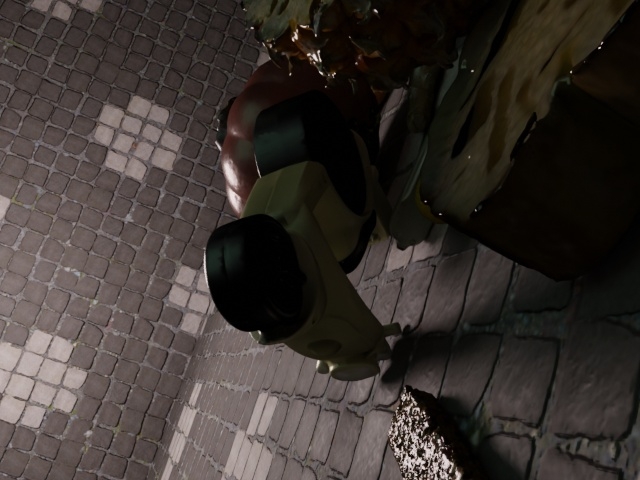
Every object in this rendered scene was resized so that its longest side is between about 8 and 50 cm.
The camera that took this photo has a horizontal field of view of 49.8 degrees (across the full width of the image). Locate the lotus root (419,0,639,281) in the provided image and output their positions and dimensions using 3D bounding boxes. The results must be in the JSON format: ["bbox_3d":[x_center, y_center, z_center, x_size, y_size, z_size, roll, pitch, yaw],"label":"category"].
[{"bbox_3d":[0.201,-0.163,0.515,0.390,0.111,0.375,124,165,-55],"label":"lotus root"}]

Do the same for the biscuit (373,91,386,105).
[{"bbox_3d":[0.027,-0.219,1.322,0.324,0.049,0.205,-49,39,32],"label":"biscuit"}]

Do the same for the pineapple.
[{"bbox_3d":[0.121,-0.246,0.729,0.344,0.286,0.209,-36,50,39],"label":"pineapple"}]

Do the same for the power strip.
[{"bbox_3d":[0.128,-0.077,0.796,0.030,0.047,0.191,-103,36,-79],"label":"power strip"}]

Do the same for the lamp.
[{"bbox_3d":[-0.042,-0.146,1.071,0.305,0.240,0.305,-44,-36,-46],"label":"lamp"}]

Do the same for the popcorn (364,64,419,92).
[{"bbox_3d":[0.105,-0.326,1.115,0.170,0.180,0.180,57,131,35],"label":"popcorn"}]

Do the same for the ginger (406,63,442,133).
[{"bbox_3d":[0.141,-0.204,0.972,0.057,0.044,0.137,-20,49,50],"label":"ginger"}]

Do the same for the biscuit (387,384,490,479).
[{"bbox_3d":[0.093,0.180,0.543,0.064,0.034,0.199,-66,13,8],"label":"biscuit"}]

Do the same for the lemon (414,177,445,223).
[{"bbox_3d":[0.130,-0.051,0.710,0.083,0.062,0.062,106,175,-45],"label":"lemon"}]

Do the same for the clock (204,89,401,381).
[{"bbox_3d":[0.000,0.000,0.781,0.120,0.276,0.379,-16,37,25],"label":"clock"}]
